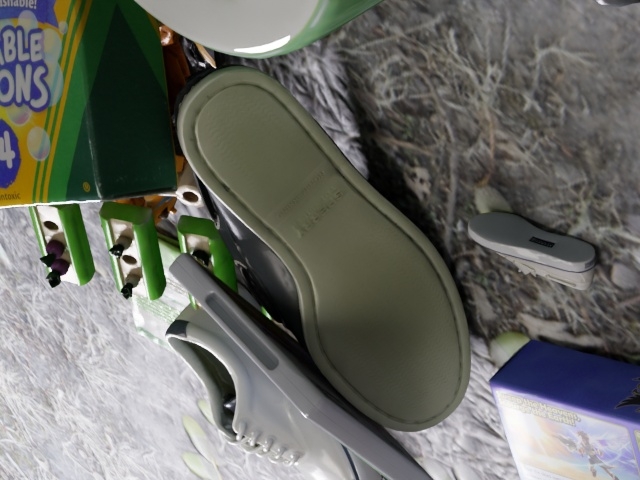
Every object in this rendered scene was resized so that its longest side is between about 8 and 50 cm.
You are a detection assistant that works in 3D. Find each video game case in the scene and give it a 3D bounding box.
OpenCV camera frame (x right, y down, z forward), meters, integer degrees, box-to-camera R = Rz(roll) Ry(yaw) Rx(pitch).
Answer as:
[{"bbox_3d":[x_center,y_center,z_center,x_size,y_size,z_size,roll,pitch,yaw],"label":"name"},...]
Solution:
[{"bbox_3d":[-0.011,0.111,1.254,0.193,0.023,0.212,43,-179,38],"label":"video game case"},{"bbox_3d":[0.267,0.205,1.135,0.269,0.061,0.244,13,134,44],"label":"video game case"}]

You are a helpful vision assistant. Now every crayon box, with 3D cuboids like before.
[{"bbox_3d":[-0.219,-0.186,1.169,0.203,0.083,0.322,-3,95,41],"label":"crayon box"}]

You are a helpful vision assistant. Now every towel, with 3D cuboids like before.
[{"bbox_3d":[-0.143,0.051,1.532,0.113,0.023,0.152,26,139,30],"label":"towel"}]

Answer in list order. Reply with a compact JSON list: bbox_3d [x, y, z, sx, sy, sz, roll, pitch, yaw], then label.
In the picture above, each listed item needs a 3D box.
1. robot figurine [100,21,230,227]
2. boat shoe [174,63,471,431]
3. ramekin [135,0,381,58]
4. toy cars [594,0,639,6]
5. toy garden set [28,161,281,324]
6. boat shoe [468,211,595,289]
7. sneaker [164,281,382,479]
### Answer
[{"bbox_3d":[-0.169,-0.134,1.308,0.211,0.085,0.291,38,146,15],"label":"robot figurine"},{"bbox_3d":[-0.004,0.002,1.220,0.340,0.127,0.113,49,178,-25],"label":"boat shoe"},{"bbox_3d":[-0.045,-0.259,0.963,0.303,0.148,0.303,32,144,27],"label":"ramekin"},{"bbox_3d":[0.251,-0.191,0.732,0.176,0.087,0.394,58,151,-3],"label":"toy cars"},{"bbox_3d":[-0.134,-0.003,1.320,0.244,0.049,0.203,11,143,11],"label":"toy garden set"},{"bbox_3d":[0.147,0.010,1.112,0.100,0.035,0.035,18,134,31],"label":"boat shoe"},{"bbox_3d":[-0.048,0.160,1.452,0.258,0.091,0.094,51,148,-1],"label":"sneaker"}]
